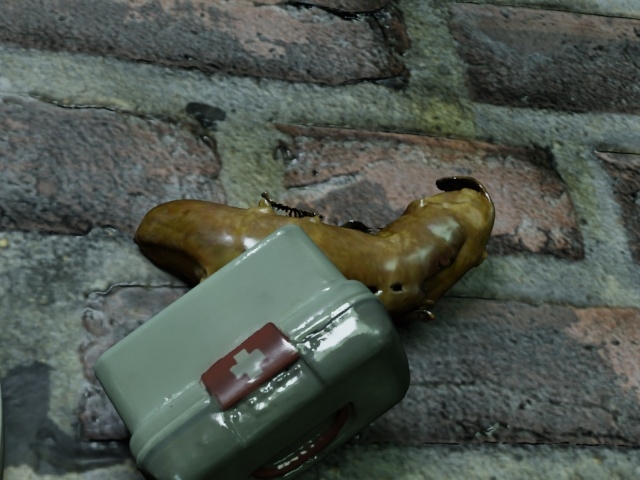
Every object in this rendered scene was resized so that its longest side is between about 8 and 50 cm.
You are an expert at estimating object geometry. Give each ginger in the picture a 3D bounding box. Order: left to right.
[{"bbox_3d":[0.006,0.013,1.111,0.309,0.107,0.133,-4,70,-18],"label":"ginger"}]

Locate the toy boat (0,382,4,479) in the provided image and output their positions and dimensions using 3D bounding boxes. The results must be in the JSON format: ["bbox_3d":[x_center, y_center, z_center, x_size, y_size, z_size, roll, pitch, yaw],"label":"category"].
[{"bbox_3d":[-0.280,0.172,0.872,0.141,0.140,0.269,4,51,-17],"label":"toy boat"}]

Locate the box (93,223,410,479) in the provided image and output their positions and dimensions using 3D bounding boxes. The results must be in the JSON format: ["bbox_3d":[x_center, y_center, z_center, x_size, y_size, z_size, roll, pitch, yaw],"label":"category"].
[{"bbox_3d":[-0.048,0.102,0.965,0.210,0.148,0.129,-36,59,-7],"label":"box"}]
